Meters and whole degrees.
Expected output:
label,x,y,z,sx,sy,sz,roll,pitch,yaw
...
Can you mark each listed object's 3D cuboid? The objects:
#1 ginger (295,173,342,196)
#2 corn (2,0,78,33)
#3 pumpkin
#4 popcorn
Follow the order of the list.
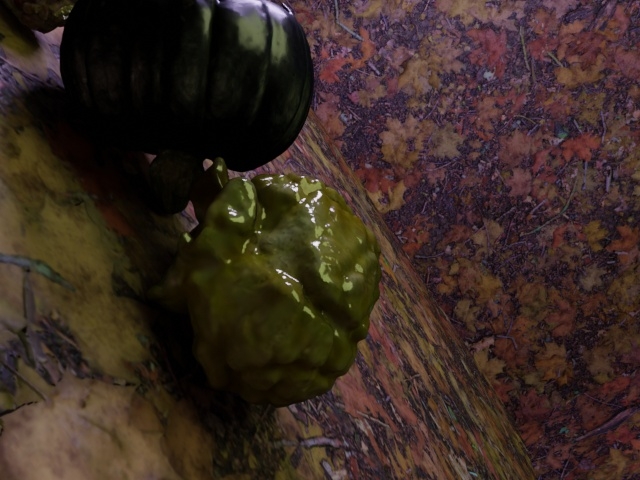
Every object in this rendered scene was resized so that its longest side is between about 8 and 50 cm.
label,x,y,z,sx,sy,sz,roll,pitch,yaw
ginger,0.000,0.000,1.139,0.276,0.130,0.221,46,25,-22
corn,-0.377,-0.369,0.687,0.281,0.092,0.092,55,13,-6
pumpkin,-0.156,-0.165,0.702,0.296,0.295,0.296,53,14,-19
popcorn,-0.051,0.043,0.652,0.257,0.224,0.271,12,52,-62
